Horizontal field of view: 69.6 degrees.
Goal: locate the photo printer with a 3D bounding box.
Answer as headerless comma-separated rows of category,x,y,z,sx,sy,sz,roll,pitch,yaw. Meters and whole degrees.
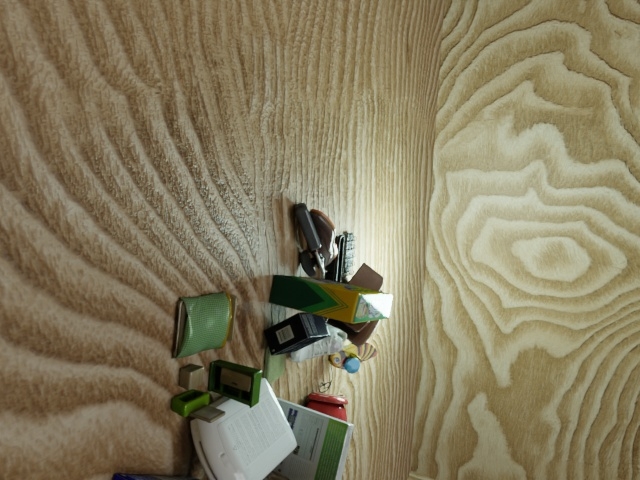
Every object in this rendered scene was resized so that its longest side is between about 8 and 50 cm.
photo printer,-0.221,0.562,1.315,0.256,0.107,0.307,62,26,8

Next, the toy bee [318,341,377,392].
toy bee,0.103,0.505,2.002,0.298,0.195,0.162,-34,104,-42

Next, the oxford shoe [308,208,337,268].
oxford shoe,0.000,0.000,1.713,0.098,0.097,0.271,-54,143,-33

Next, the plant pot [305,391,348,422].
plant pot,0.017,0.714,1.871,0.191,0.191,0.174,38,55,-60

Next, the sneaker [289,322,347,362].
sneaker,-0.004,0.386,1.758,0.305,0.152,0.114,-17,115,-60

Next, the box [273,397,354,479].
box,-0.065,0.682,1.536,0.058,0.322,0.232,36,66,-57

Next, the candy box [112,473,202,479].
candy box,-0.402,0.717,1.103,0.317,0.122,0.268,52,51,-55

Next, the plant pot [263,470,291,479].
plant pot,-0.163,0.843,1.318,0.280,0.323,0.323,-58,149,-10

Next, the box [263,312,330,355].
box,-0.079,0.313,1.554,0.158,0.156,0.093,16,49,-61

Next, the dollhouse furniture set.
dollhouse furniture set,-0.264,0.297,1.212,0.197,0.151,0.302,-4,101,-63

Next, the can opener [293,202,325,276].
can opener,-0.050,0.009,1.631,0.076,0.095,0.283,-115,-176,-63

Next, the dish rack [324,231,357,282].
dish rack,0.101,0.067,1.954,0.271,0.074,0.208,-12,109,-62

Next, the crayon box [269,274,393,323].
crayon box,0.050,0.202,1.625,0.363,0.313,0.106,13,86,-64

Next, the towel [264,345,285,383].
towel,-0.159,0.421,1.600,0.110,0.027,0.148,-13,110,-61

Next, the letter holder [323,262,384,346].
letter holder,0.180,0.276,1.968,0.302,0.214,0.152,-45,169,-49
